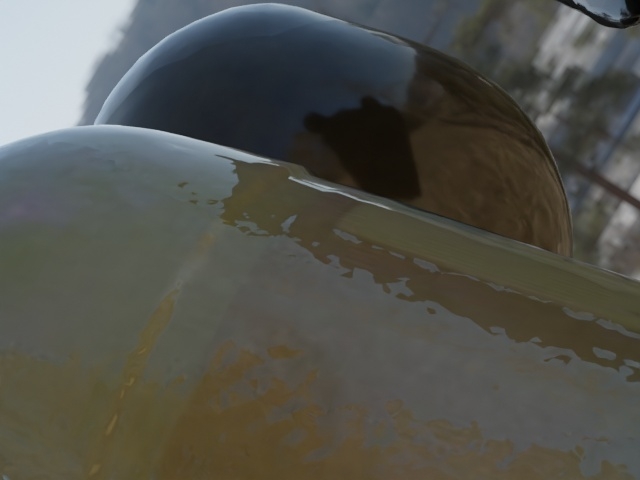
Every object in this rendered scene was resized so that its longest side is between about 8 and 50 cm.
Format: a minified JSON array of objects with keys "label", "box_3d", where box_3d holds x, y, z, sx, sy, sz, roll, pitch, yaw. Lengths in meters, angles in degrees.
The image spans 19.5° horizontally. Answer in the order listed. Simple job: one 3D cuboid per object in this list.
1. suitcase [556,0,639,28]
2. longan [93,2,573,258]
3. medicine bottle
[{"label":"suitcase","box_3d":[0.114,-0.293,0.825,0.339,0.188,0.345,42,141,50]},{"label":"longan","box_3d":[0.000,0.000,1.194,0.319,0.319,0.319,-58,3,5]},{"label":"medicine bottle","box_3d":[-0.041,0.084,0.729,0.236,0.406,0.236,19,-90,-73]}]
